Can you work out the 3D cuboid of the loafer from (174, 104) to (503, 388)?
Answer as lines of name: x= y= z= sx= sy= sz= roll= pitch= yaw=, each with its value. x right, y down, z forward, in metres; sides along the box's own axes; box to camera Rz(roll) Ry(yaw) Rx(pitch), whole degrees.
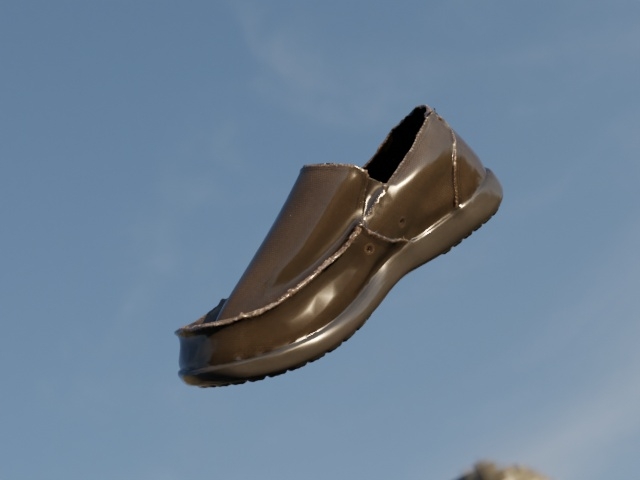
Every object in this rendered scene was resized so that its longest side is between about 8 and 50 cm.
loafer: x=0.000 y=0.000 z=0.922 sx=0.220 sy=0.078 sz=0.080 roll=-37 pitch=16 yaw=-36
